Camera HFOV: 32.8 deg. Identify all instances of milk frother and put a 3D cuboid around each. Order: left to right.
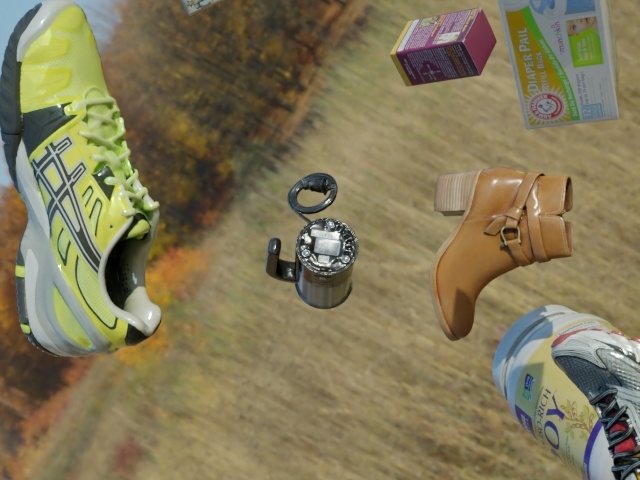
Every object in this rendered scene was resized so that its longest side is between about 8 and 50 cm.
[{"bbox_3d":[0.000,0.000,1.512,0.135,0.129,0.143,97,-160,-66],"label":"milk frother"}]

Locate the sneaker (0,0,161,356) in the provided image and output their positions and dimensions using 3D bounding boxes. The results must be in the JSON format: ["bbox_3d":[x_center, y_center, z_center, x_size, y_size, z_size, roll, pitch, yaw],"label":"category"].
[{"bbox_3d":[-0.241,-0.065,1.168,0.145,0.147,0.384,-27,-65,-62],"label":"sneaker"}]

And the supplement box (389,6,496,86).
[{"bbox_3d":[0.117,-0.184,1.040,0.083,0.043,0.055,-2,44,38],"label":"supplement box"}]

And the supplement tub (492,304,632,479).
[{"bbox_3d":[0.469,0.271,1.849,0.241,0.241,0.331,-61,35,8],"label":"supplement tub"}]

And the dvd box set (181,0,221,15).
[{"bbox_3d":[-0.005,-0.511,1.793,0.420,0.062,0.307,-14,21,41],"label":"dvd box set"}]

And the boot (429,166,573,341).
[{"bbox_3d":[0.295,0.024,1.737,0.109,0.220,0.283,12,-99,-65],"label":"boot"}]

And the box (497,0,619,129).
[{"bbox_3d":[0.276,-0.240,1.251,0.103,0.114,0.203,-75,-29,-44],"label":"box"}]

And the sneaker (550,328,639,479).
[{"bbox_3d":[0.272,0.163,0.890,0.093,0.225,0.088,-40,-10,-21],"label":"sneaker"}]
